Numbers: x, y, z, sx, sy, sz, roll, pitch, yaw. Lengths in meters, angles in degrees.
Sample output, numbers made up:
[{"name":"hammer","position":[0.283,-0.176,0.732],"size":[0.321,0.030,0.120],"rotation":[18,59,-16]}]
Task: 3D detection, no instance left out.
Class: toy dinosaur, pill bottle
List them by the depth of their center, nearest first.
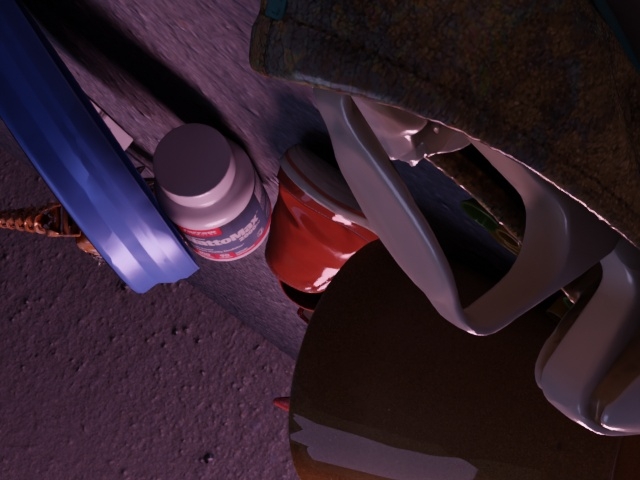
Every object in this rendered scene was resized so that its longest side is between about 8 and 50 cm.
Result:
[{"name":"pill bottle","position":[-0.118,-0.053,1.347],"size":[0.108,0.108,0.180],"rotation":[35,170,17]},{"name":"toy dinosaur","position":[-0.302,-0.038,1.833],"size":[0.322,0.164,0.218],"rotation":[22,180,0]}]

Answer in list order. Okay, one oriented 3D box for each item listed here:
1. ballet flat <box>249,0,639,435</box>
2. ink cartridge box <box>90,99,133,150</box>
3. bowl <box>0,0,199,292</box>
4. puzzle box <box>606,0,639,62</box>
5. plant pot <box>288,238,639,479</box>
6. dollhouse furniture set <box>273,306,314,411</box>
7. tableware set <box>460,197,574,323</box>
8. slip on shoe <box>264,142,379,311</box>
[{"name":"ballet flat","position":[0.103,0.005,0.475],"size":[0.348,0.123,0.123],"rotation":[42,170,-29]},{"name":"ink cartridge box","position":[-0.337,-0.162,1.782],"size":[0.180,0.060,0.104],"rotation":[44,168,-35]},{"name":"bowl","position":[-0.270,-0.109,1.373],"size":[0.391,0.077,0.391],"rotation":[55,176,5]},{"name":"puzzle box","position":[0.115,-0.109,0.391],"size":[0.409,0.052,0.272],"rotation":[28,166,45]},{"name":"plant pot","position":[0.143,0.140,1.046],"size":[0.254,0.237,0.237],"rotation":[15,160,31]},{"name":"dollhouse furniture set","position":[0.056,0.218,1.719],"size":[0.374,0.201,0.152],"rotation":[44,169,-36]},{"name":"tableware set","position":[0.162,0.023,0.934],"size":[0.104,0.024,0.154],"rotation":[29,167,45]},{"name":"slip on shoe","position":[0.000,0.000,1.193],"size":[0.123,0.101,0.331],"rotation":[38,169,9]}]
